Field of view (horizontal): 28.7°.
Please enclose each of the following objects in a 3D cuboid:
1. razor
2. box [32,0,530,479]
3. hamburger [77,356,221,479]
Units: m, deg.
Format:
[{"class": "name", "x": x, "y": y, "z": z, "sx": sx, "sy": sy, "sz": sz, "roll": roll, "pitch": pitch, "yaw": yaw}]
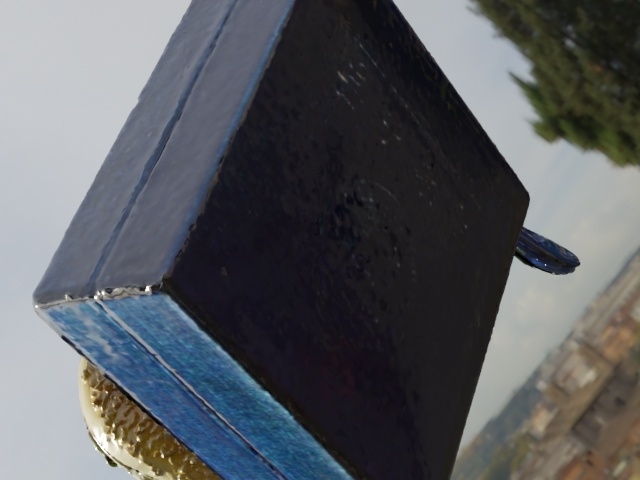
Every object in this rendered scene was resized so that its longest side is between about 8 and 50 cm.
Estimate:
[{"class": "razor", "x": 0.083, "y": -0.047, "z": 0.978, "sx": 0.056, "sy": 0.324, "sz": 0.093, "roll": -48, "pitch": 28, "yaw": 15}, {"class": "box", "x": 0.000, "y": 0.000, "z": 0.756, "sx": 0.116, "sy": 0.261, "sz": 0.279, "roll": -11, "pitch": 45, "yaw": 38}, {"class": "hamburger", "x": -0.097, "y": 0.134, "z": 1.264, "sx": 0.302, "sy": 0.302, "sz": 0.170, "roll": -47, "pitch": -31, "yaw": -21}]
